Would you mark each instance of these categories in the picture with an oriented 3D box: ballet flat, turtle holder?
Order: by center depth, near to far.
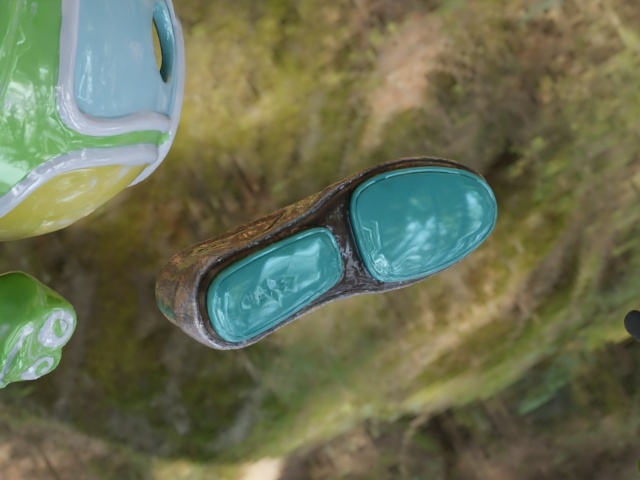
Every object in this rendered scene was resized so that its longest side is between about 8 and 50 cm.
[{"bbox_3d":[-0.203,-0.096,1.125,0.227,0.320,0.243,15,131,-39],"label":"turtle holder"},{"bbox_3d":[0.000,0.000,1.402,0.316,0.107,0.106,-17,-167,-35],"label":"ballet flat"}]

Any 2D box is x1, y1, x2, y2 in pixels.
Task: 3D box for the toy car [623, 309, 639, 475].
[{"bbox_3d":[0.372,0.130,1.738,0.149,0.188,0.155,-11,154,-36],"label":"toy car"}]
